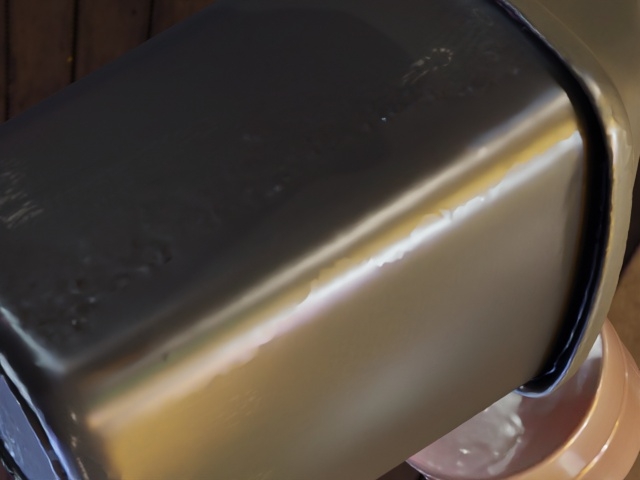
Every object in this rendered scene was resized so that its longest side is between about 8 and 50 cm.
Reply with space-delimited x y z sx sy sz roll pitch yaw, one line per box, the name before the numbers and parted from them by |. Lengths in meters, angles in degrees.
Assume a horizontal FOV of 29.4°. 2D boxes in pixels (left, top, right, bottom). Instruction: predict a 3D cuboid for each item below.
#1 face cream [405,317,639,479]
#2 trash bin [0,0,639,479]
face cream | 0.117 0.093 0.755 0.149 0.149 0.104 -5 152 27
trash bin | 0.000 0.000 0.489 0.182 0.290 0.209 45 155 29
